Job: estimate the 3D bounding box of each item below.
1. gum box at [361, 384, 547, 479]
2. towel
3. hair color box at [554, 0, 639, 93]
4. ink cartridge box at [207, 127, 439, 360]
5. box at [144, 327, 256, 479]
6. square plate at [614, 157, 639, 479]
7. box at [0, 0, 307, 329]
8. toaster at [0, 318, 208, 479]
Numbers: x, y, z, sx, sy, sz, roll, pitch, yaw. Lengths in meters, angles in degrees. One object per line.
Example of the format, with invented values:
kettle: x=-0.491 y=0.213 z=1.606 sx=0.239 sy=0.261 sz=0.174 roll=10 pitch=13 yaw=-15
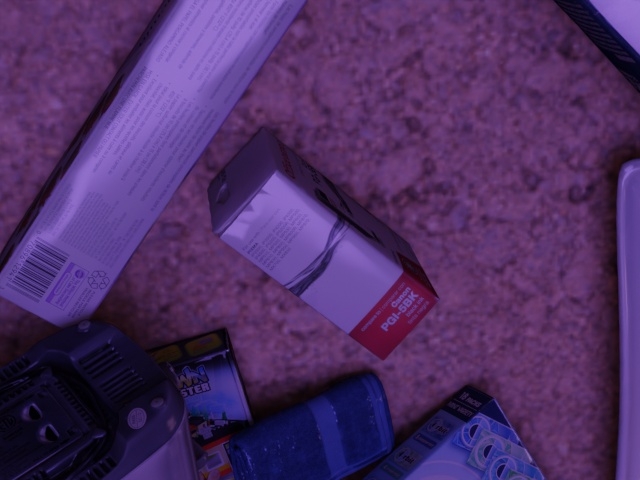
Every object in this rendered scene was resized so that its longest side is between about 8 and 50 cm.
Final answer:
gum box: x=0.085 y=0.223 z=0.839 sx=0.184 sy=0.041 sz=0.157 roll=-39 pitch=112 yaw=-15
towel: x=-0.004 y=0.140 z=0.809 sx=0.119 sy=0.029 sz=0.067 roll=-22 pitch=112 yaw=-26
hair color box: x=0.227 y=-0.174 z=0.679 sx=0.174 sy=0.105 sz=0.347 roll=-44 pitch=102 yaw=8
ink cartridge box: x=0.000 y=0.000 z=0.741 sx=0.135 sy=0.099 sz=0.056 roll=38 pitch=102 yaw=-20
box: x=-0.148 y=0.143 z=0.809 sx=0.207 sy=0.036 sz=0.114 roll=-16 pitch=112 yaw=-2
square plate: x=0.372 y=0.084 z=0.854 sx=0.344 sy=0.049 sz=0.347 roll=-7 pitch=112 yaw=-6
box: x=-0.090 y=-0.090 z=0.713 sx=0.067 sy=0.063 sz=0.324 roll=30 pitch=104 yaw=-19
toaster: x=-0.170 y=0.166 z=0.694 sx=0.227 sy=0.129 sz=0.146 roll=-33 pitch=133 yaw=-23
